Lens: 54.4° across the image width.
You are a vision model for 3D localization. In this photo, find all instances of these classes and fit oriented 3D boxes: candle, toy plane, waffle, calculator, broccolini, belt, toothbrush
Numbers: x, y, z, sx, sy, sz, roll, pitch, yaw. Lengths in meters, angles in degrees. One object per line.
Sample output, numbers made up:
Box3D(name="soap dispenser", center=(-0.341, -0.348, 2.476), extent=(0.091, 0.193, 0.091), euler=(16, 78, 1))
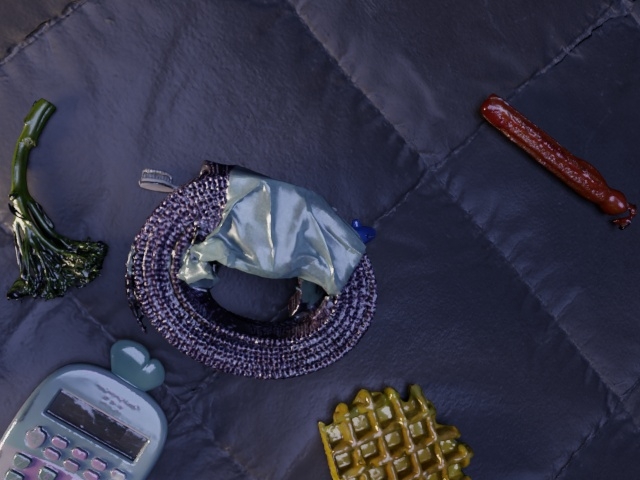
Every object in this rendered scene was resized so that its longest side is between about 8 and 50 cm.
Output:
Box3D(name="candle", center=(0.394, -0.133, 1.027), extent=(0.329, 0.048, 0.051), euler=(35, 38, -11))
Box3D(name="toy plane", center=(0.000, 0.000, 0.905), extent=(0.167, 0.062, 0.054), euler=(-8, 100, -8))
Box3D(name="waffle", center=(0.123, 0.321, 0.921), extent=(0.219, 0.057, 0.229), euler=(-15, 90, -16))
Box3D(name="calculator", center=(-0.309, 0.268, 0.812), extent=(0.185, 0.041, 0.299), euler=(34, 81, -12))
Box3D(name="broccolini", center=(-0.342, -0.054, 0.818), extent=(0.123, 0.062, 0.271), euler=(1, 84, -25))
Box3D(name="belt", center=(-0.083, 0.045, 0.822), extent=(0.325, 0.122, 0.260), euler=(20, 96, -6))
Box3D(name="toothbrush", center=(-0.112, -0.065, 0.895), extent=(0.288, 0.024, 0.026), euler=(9, 71, -14))
